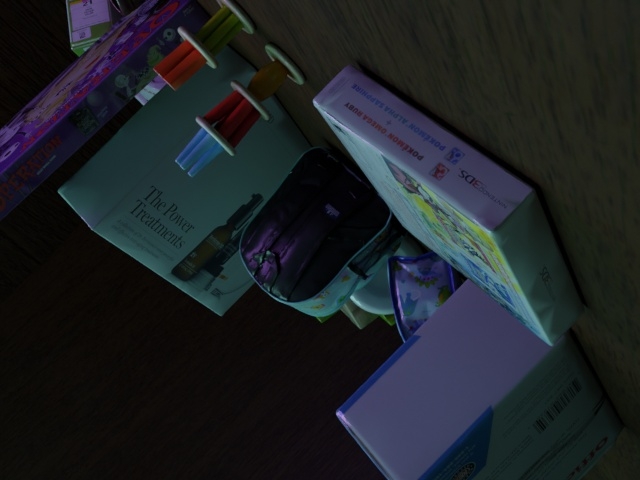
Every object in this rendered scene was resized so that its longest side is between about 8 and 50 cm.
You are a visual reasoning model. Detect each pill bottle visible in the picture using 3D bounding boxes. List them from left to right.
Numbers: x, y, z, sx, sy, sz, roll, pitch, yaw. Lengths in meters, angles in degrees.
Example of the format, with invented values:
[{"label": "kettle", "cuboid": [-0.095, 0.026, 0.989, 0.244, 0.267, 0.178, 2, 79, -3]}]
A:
[{"label": "pill bottle", "cuboid": [0.087, 0.047, 1.242, 0.121, 0.121, 0.216, 44, 178, 2]}]

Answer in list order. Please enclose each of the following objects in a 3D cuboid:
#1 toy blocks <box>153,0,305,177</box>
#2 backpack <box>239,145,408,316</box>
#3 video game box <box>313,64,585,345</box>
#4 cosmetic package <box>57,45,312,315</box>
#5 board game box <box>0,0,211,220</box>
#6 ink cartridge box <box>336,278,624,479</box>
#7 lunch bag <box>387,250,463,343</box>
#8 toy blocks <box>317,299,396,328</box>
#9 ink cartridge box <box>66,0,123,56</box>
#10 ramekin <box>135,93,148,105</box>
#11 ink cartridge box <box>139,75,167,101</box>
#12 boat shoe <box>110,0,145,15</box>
[{"label": "toy blocks", "cuboid": [-0.108, -0.147, 0.816, 0.123, 0.148, 0.054, 44, 177, -10]}, {"label": "backpack", "cuboid": [0.000, 0.000, 1.069, 0.166, 0.188, 0.144, 42, 177, 25]}, {"label": "video game box", "cuboid": [0.102, -0.023, 0.637, 0.187, 0.048, 0.205, 45, 179, 36]}, {"label": "cosmetic package", "cuboid": [-0.146, -0.070, 1.197, 0.097, 0.284, 0.377, 41, 177, 29]}, {"label": "board game box", "cuboid": [-0.298, -0.182, 1.052, 0.056, 0.347, 0.208, 49, 175, -34]}, {"label": "ink cartridge box", "cuboid": [0.190, 0.204, 0.933, 0.129, 0.223, 0.307, 43, 177, 41]}, {"label": "lunch bag", "cuboid": [0.139, 0.101, 1.022, 0.129, 0.096, 0.151, 49, -145, -65]}, {"label": "toy blocks", "cuboid": [0.003, 0.003, 1.704, 0.261, 0.190, 0.381, 59, 170, -30]}, {"label": "ink cartridge box", "cuboid": [-0.452, -0.483, 1.766, 0.189, 0.097, 0.255, 50, -152, -72]}, {"label": "ramekin", "cuboid": [-0.275, -0.276, 1.744, 0.273, 0.127, 0.273, 45, 178, 2]}, {"label": "ink cartridge box", "cuboid": [-0.230, -0.252, 1.495, 0.153, 0.087, 0.208, 26, 169, 27]}, {"label": "boat shoe", "cuboid": [-0.285, -0.365, 1.006, 0.207, 0.073, 0.073, 46, 178, -17]}]
